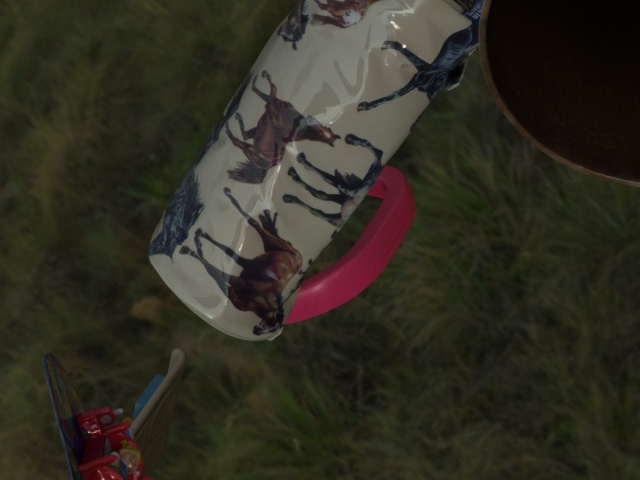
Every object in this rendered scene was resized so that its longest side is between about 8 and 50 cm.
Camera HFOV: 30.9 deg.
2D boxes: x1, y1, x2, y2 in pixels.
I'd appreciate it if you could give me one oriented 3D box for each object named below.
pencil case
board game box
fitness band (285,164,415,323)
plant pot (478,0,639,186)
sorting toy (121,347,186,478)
[{"bbox_3d":[-0.001,-0.095,1.100,0.410,0.183,0.160,-55,21,17],"label":"pencil case"},{"bbox_3d":[-0.133,0.145,0.746,0.033,0.133,0.168,-21,52,-6],"label":"board game box"},{"bbox_3d":[0.000,0.000,1.396,0.209,0.054,0.291,-6,31,29],"label":"fitness band"},{"bbox_3d":[0.202,-0.184,0.643,0.215,0.215,0.230,-28,36,36],"label":"plant pot"},{"bbox_3d":[-0.222,0.252,1.373,0.208,0.038,0.193,-64,-6,-49],"label":"sorting toy"}]
